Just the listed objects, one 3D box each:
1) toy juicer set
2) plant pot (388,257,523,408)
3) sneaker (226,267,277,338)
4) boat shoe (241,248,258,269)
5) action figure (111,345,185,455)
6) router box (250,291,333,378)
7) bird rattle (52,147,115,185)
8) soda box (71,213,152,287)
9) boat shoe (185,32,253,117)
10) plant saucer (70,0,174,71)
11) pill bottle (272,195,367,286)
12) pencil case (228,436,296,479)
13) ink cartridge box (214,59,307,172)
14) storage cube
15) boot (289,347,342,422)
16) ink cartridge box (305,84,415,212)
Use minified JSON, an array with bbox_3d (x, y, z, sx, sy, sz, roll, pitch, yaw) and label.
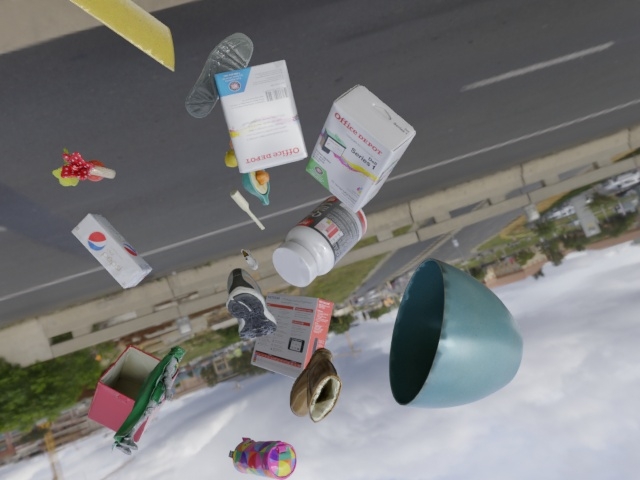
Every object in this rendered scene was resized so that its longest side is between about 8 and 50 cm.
[{"bbox_3d":[-0.239,-0.225,1.640,0.089,0.329,0.209,-16,156,22],"label":"toy juicer set"},{"bbox_3d":[0.276,0.198,0.942,0.195,0.290,0.290,14,168,-4],"label":"plant pot"},{"bbox_3d":[-0.174,0.167,1.206,0.100,0.108,0.271,-13,144,-6],"label":"sneaker"},{"bbox_3d":[-0.276,0.071,1.834,0.035,0.100,0.035,-43,150,19],"label":"boat shoe"},{"bbox_3d":[-0.343,0.316,0.982,0.137,0.063,0.232,-42,-160,44],"label":"action figure"},{"bbox_3d":[-0.116,0.366,1.851,0.082,0.301,0.335,22,166,-38],"label":"router box"},{"bbox_3d":[-0.867,-0.274,1.766,0.207,0.143,0.253,7,176,-44],"label":"bird rattle"},{"bbox_3d":[-0.568,0.027,1.300,0.074,0.216,0.069,-44,177,3],"label":"soda box"},{"bbox_3d":[-0.349,-0.562,1.622,0.320,0.118,0.103,-55,-156,7],"label":"boat shoe"},{"bbox_3d":[-0.496,-0.556,1.138,0.333,0.333,0.081,29,100,-33],"label":"plant saucer"},{"bbox_3d":[0.000,0.000,1.779,0.210,0.210,0.363,-29,-169,50],"label":"pill bottle"},{"bbox_3d":[-0.164,0.612,1.342,0.104,0.104,0.236,-14,173,-40],"label":"pencil case"},{"bbox_3d":[-0.174,-0.347,1.382,0.198,0.270,0.197,-15,-169,-8],"label":"ink cartridge box"},{"bbox_3d":[-0.611,0.502,1.560,0.193,0.215,0.183,-61,-178,29],"label":"storage cube"},{"bbox_3d":[-0.022,0.436,1.335,0.089,0.236,0.269,20,-177,-5],"label":"boot"},{"bbox_3d":[0.098,-0.240,1.286,0.117,0.201,0.278,-42,170,-33],"label":"ink cartridge box"}]
